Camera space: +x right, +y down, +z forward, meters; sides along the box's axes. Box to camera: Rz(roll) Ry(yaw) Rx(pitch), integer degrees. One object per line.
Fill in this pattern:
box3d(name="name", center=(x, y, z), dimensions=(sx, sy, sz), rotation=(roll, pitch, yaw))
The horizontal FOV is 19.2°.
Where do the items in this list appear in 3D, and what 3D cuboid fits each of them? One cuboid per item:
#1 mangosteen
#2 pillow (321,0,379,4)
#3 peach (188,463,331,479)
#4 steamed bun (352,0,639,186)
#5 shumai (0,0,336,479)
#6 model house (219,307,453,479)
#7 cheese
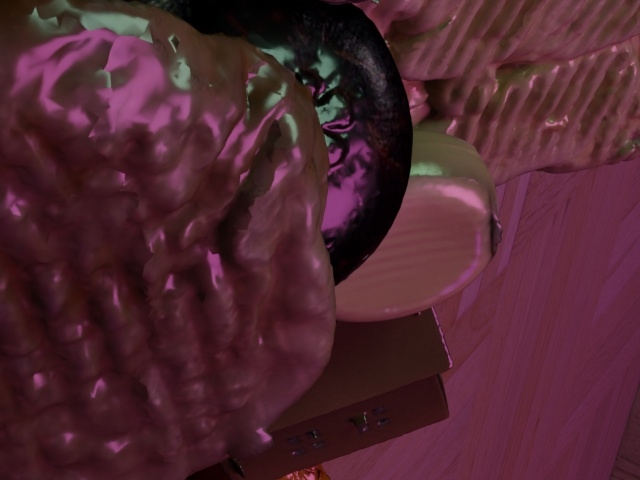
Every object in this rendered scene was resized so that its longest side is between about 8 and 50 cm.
box3d(name="mangosteen", center=(-0.066, -0.059, 1.057), dimensions=(0.216, 0.216, 0.216), rotation=(-53, 157, -34))
box3d(name="pillow", center=(0.008, -0.242, 1.016), dimensions=(0.131, 0.232, 0.038), rotation=(-24, 179, -16))
box3d(name="peach", center=(-0.049, 0.178, 1.485), dimensions=(0.151, 0.118, 0.151), rotation=(23, 62, -52))
box3d(name="steamed bun", center=(0.092, -0.193, 1.255), dimensions=(0.347, 0.237, 0.394), rotation=(-34, 148, 14))
box3d(name="shumai", center=(-0.153, -0.060, 0.769), dimensions=(0.267, 0.262, 0.314), rotation=(-31, 141, 9))
box3d(name="model house", center=(-0.023, 0.023, 1.312), dimensions=(0.248, 0.181, 0.176), rotation=(71, 1, -51))
box3d(name="cheese", center=(0.000, 0.000, 1.184), dimensions=(0.227, 0.064, 0.137), rotation=(-12, 133, -10))
